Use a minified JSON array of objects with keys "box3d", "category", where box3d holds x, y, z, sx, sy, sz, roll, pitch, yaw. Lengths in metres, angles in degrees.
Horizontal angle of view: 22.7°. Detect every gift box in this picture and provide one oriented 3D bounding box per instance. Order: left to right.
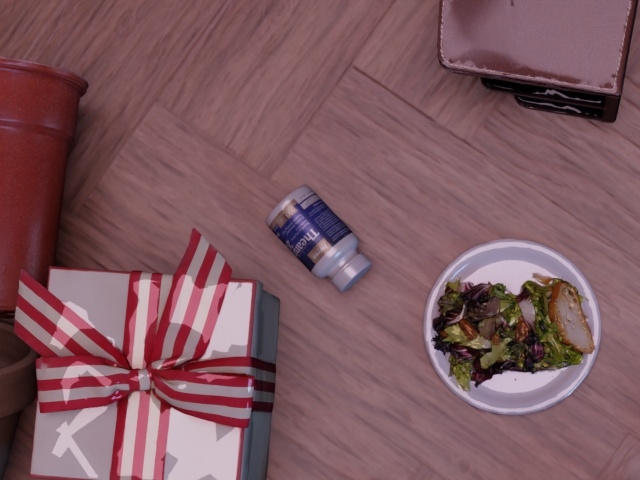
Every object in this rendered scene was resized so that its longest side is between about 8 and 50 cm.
[{"box3d":[-0.181,0.132,1.723,0.255,0.258,0.276,-1,85,6],"category":"gift box"}]

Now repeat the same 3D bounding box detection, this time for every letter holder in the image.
[{"box3d":[0.252,-0.307,1.778,0.214,0.152,0.301,10,85,9],"category":"letter holder"}]

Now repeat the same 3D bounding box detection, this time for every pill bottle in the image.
[{"box3d":[0.000,0.000,1.812,0.067,0.067,0.120,-44,81,0],"category":"pill bottle"}]

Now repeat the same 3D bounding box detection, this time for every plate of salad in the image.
[{"box3d":[0.215,0.096,1.790,0.200,0.048,0.199,-1,85,6],"category":"plate of salad"}]

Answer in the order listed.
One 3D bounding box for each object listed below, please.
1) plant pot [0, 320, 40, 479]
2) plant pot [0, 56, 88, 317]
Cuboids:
[{"box3d":[-0.446,0.220,1.766,0.263,0.263,0.229,7,103,7],"category":"plant pot"},{"box3d":[-0.397,-0.049,1.755,0.272,0.272,0.265,0,83,6],"category":"plant pot"}]
